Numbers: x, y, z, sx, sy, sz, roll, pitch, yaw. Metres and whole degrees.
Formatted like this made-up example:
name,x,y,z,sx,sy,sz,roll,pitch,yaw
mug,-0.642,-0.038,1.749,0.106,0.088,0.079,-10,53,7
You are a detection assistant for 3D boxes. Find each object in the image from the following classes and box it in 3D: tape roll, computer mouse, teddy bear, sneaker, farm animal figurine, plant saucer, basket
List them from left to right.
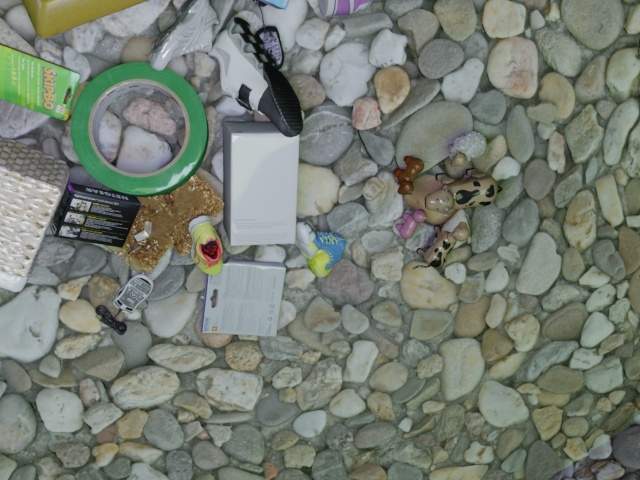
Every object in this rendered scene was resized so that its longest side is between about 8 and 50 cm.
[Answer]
name,x,y,z,sx,sy,sz,roll,pitch,yaw
basket,-0.782,-0.092,1.604,0.328,0.331,0.266,23,100,-21
plant saucer,-0.548,-0.667,1.548,0.333,0.081,0.333,-22,101,-3
computer mouse,-0.529,0.165,1.918,0.106,0.042,0.193,40,102,-18
tape roll,-0.436,-0.268,1.700,0.321,0.077,0.321,0,88,-6
teddy bear,-0.419,-0.053,1.842,0.245,0.113,0.338,30,108,-15
sneaker,-0.316,-0.483,1.680,0.115,0.090,0.232,45,70,-33
sneaker,-0.293,0.034,1.826,0.081,0.094,0.208,-27,143,-14
sneaker,-0.165,-0.374,1.727,0.146,0.122,0.330,-35,78,25
computer mouse,-0.144,-0.550,1.761,0.071,0.041,0.242,-10,107,8
sneaker,0.000,0.000,1.944,0.126,0.091,0.240,-40,147,-13
sneaker,0.078,-0.702,1.715,0.161,0.102,0.282,-10,131,-14
farm animal figurine,0.367,-0.102,1.973,0.327,0.172,0.330,-26,114,-4

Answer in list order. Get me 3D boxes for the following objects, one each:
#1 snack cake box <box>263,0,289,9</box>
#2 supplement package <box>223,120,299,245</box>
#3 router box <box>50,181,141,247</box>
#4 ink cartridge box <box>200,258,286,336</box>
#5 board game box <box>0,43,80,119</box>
name,x,y,z,sx,sy,sz,roll,pitch,yaw
snack cake box,-0.108,-0.701,1.642,0.152,0.089,0.264,18,102,-23
supplement package,-0.159,-0.153,1.819,0.175,0.177,0.293,-2,111,-14
router box,-0.549,-0.059,1.709,0.179,0.046,0.133,12,115,-41
ink cartridge box,-0.222,0.164,1.990,0.224,0.045,0.223,5,107,-15
board game box,-0.721,-0.389,1.670,0.259,0.039,0.124,19,104,-17
